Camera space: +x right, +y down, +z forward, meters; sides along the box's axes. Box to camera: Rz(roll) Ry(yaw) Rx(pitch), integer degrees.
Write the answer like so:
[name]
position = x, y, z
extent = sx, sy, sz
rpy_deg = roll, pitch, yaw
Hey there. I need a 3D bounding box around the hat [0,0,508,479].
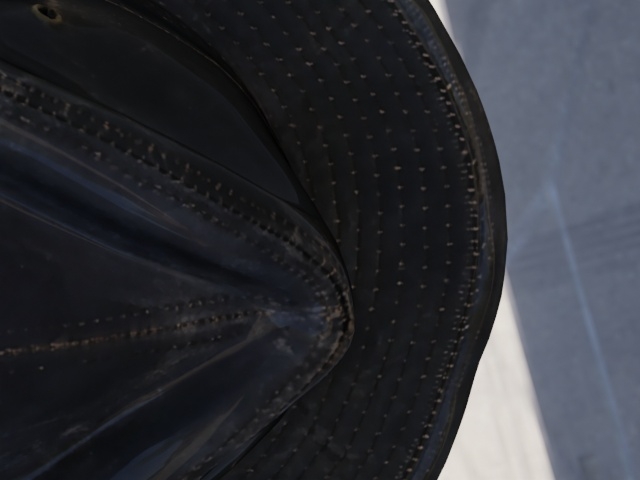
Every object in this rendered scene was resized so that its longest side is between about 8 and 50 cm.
[hat]
position = -0.084, 0.011, 0.468
extent = 0.134, 0.331, 0.331
rpy_deg = -164, 60, -69
